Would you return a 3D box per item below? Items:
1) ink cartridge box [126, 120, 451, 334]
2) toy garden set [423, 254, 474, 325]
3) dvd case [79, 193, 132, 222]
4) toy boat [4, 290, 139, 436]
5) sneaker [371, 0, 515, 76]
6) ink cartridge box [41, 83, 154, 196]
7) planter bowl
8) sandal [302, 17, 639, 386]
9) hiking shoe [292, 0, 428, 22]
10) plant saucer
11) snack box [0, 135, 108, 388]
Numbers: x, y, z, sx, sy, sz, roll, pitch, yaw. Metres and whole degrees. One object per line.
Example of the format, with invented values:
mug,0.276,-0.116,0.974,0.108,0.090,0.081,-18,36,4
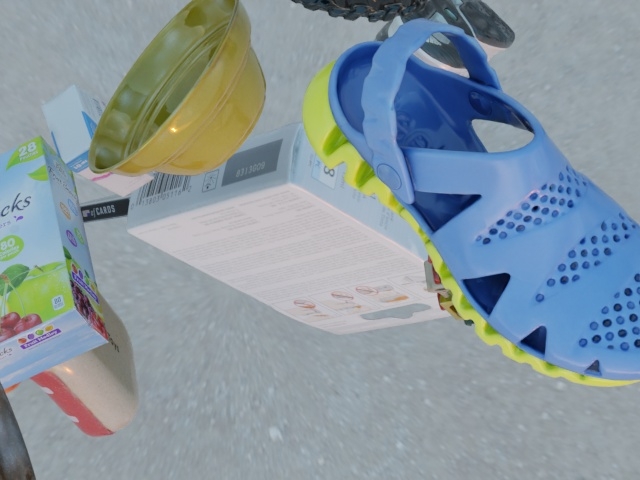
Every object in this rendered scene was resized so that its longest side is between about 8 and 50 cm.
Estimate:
ink cartridge box,0.000,0.000,1.705,0.385,0.308,0.091,28,61,-37
toy garden set,0.196,0.039,1.371,0.203,0.244,0.049,-11,75,18
dvd case,-0.235,-0.061,1.920,0.238,0.179,0.030,-20,99,-48
toy boat,-0.292,0.114,1.401,0.151,0.231,0.151,-20,51,7
sneaker,0.117,-0.240,1.956,0.169,0.447,0.257,44,115,2
ink cartridge box,-0.253,-0.112,1.567,0.052,0.122,0.089,-32,62,17
planter bowl,-0.115,-0.127,1.271,0.090,0.217,0.217,37,86,-25
sandal,0.118,-0.030,0.896,0.317,0.138,0.126,40,66,9
hiking shoe,-0.033,-0.287,1.134,0.304,0.113,0.132,22,57,2
plant saucer,-0.219,0.123,0.869,0.029,0.168,0.168,-21,90,-6
snack box,-0.295,0.030,1.223,0.174,0.070,0.207,-25,51,6
